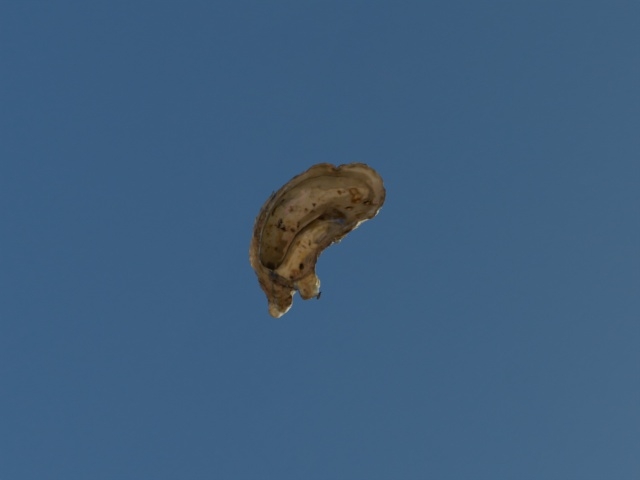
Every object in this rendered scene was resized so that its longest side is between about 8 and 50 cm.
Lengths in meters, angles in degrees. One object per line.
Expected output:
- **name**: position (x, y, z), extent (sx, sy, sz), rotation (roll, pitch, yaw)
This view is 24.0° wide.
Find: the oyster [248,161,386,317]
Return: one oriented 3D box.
- **oyster**: position (0.000, 0.000, 0.844), extent (0.083, 0.038, 0.080), rotation (-13, -109, -5)
